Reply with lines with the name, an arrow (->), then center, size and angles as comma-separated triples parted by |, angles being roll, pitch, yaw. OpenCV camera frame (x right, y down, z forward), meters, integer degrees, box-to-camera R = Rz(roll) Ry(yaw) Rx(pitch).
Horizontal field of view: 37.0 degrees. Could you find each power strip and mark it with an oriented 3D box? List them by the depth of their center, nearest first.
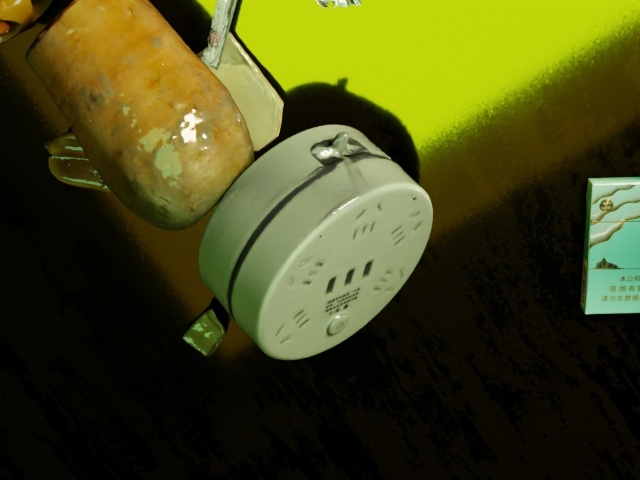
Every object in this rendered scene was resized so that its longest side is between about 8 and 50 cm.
power strip -> 0.000, 0.000, 1.410 | 0.161, 0.357, 0.357 | 45, 110, 30

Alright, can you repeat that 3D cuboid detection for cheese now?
cheese -> -0.187, 0.153, 1.637 | 0.060, 0.041, 0.084 | 40, 121, -4

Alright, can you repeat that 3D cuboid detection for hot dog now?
hot dog -> -0.310, -0.123, 1.527 | 0.270, 0.072, 0.109 | 11, 108, -4

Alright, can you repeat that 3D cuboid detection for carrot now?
carrot -> -0.253, -0.187, 1.372 | 0.224, 0.224, 0.340 | -37, 99, 13

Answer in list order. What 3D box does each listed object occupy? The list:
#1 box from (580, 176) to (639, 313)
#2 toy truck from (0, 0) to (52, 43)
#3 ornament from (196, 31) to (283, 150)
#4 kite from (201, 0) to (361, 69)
box -> 0.514, 0.009, 1.565 | 0.162, 0.041, 0.229 | -1, 110, 2
toy truck -> -0.464, -0.386, 1.344 | 0.212, 0.288, 0.204 | -29, 107, -15
ornament -> -0.157, -0.235, 1.490 | 0.201, 0.059, 0.180 | 7, 108, 1
kite -> -0.121, -0.434, 1.406 | 0.406, 0.014, 0.368 | 14, 99, -15
